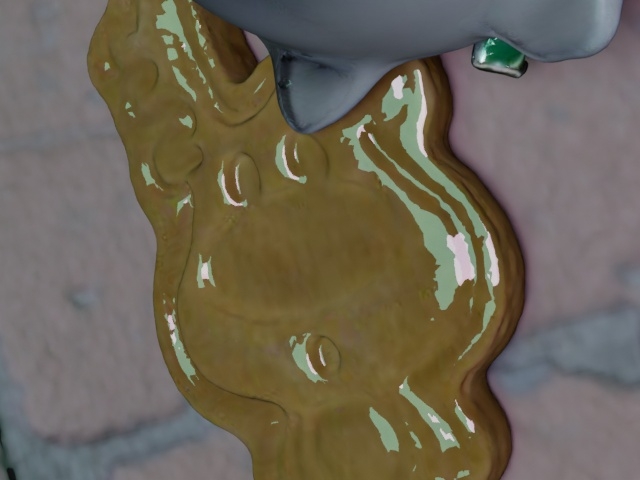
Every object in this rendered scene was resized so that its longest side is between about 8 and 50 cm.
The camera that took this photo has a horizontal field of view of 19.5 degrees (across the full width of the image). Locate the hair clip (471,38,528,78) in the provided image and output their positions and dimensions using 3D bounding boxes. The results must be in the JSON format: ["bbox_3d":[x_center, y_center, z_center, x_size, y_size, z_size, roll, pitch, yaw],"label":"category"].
[{"bbox_3d":[0.081,-0.130,0.547,0.049,0.049,0.173,25,110,27],"label":"hair clip"}]

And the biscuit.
[{"bbox_3d":[-0.002,0.002,0.629,0.144,0.040,0.236,-16,88,39],"label":"biscuit"}]

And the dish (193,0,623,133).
[{"bbox_3d":[-0.019,-0.136,0.532,0.236,0.086,0.228,35,123,31],"label":"dish"}]
